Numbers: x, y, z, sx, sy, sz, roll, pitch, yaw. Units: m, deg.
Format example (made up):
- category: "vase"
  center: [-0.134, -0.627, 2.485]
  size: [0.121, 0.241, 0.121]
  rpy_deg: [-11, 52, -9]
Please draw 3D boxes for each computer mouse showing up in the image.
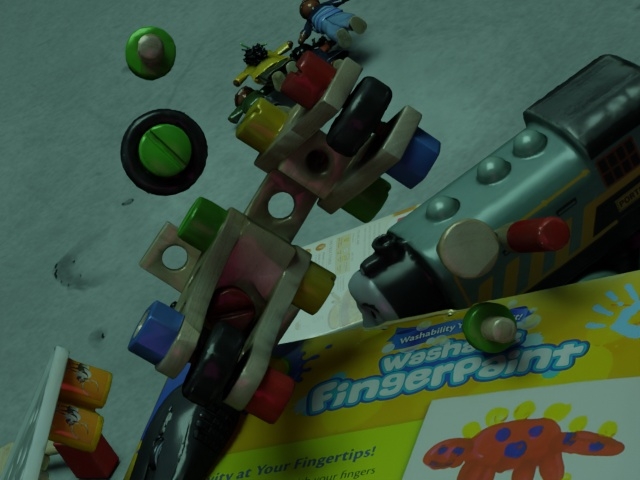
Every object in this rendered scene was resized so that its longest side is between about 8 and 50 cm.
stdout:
- category: "computer mouse"
  center: [-0.131, 0.182, 1.353]
  size: [0.071, 0.041, 0.242]
  rpy_deg: [-3, 42, 38]

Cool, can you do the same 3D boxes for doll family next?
- category: "doll family"
  center: [-0.029, -0.202, 2.089]
  size: [0.193, 0.076, 0.111]
  rpy_deg: [-32, 27, -12]

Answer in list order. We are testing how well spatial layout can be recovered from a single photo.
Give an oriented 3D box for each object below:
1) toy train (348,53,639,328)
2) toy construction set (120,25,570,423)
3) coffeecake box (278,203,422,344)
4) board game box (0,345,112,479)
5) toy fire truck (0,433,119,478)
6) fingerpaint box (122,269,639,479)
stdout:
- category: "toy train"
  center: [0.175, 0.001, 1.520]
  size: [0.334, 0.190, 0.142]
  rpy_deg: [-35, 32, -9]
- category: "toy construction set"
  center: [0.000, 0.000, 1.368]
  size: [0.308, 0.257, 0.237]
  rpy_deg: [6, -2, -7]
- category: "coffeecake box"
  center: [0.019, 0.061, 1.678]
  size: [0.185, 0.068, 0.142]
  rpy_deg: [-20, 32, 16]
- category: "board game box"
  center: [-0.245, 0.332, 1.307]
  size: [0.390, 0.050, 0.390]
  rpy_deg: [-86, 18, -53]
- category: "toy fire truck"
  center: [-0.290, 0.224, 1.722]
  size: [0.192, 0.047, 0.135]
  rpy_deg: [-3, 40, 38]
- category: "fingerpaint box"
  center: [0.062, 0.227, 1.318]
  size: [0.444, 0.163, 0.371]
  rpy_deg: [-13, 35, 27]
